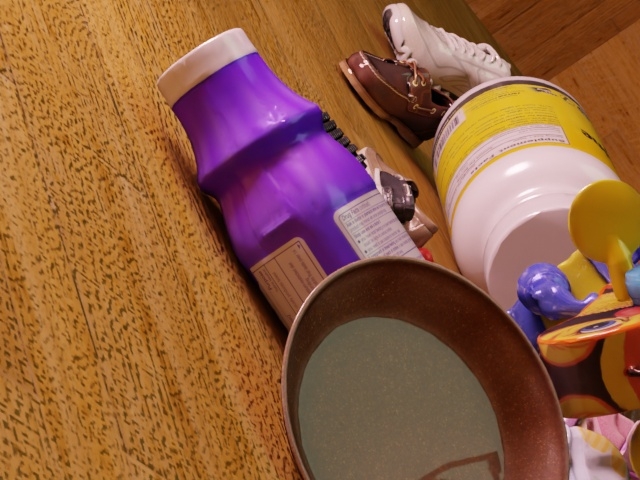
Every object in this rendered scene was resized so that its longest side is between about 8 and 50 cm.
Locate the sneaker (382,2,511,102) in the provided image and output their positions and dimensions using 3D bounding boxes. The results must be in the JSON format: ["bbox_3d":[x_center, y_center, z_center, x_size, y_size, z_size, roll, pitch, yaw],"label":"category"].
[{"bbox_3d":[0.185,-0.236,2.432,0.292,0.118,0.110,43,19,-41],"label":"sneaker"}]

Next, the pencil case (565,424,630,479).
[{"bbox_3d":[0.178,0.241,1.113,0.113,0.124,0.273,2,38,-16],"label":"pencil case"}]

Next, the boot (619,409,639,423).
[{"bbox_3d":[0.420,0.279,2.031,0.258,0.095,0.123,60,6,14],"label":"boot"}]

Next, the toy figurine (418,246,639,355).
[{"bbox_3d":[0.189,0.027,1.506,0.191,0.217,0.362,61,12,22],"label":"toy figurine"}]

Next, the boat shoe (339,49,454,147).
[{"bbox_3d":[0.089,-0.168,1.979,0.073,0.073,0.207,62,15,23],"label":"boat shoe"}]

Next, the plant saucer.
[{"bbox_3d":[0.054,0.106,1.016,0.198,0.036,0.199,16,60,-28],"label":"plant saucer"}]

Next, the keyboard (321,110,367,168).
[{"bbox_3d":[0.013,-0.067,1.532,0.108,0.023,0.180,56,13,-2],"label":"keyboard"}]

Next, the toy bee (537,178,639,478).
[{"bbox_3d":[0.191,0.057,1.129,0.298,0.162,0.195,37,41,-70],"label":"toy bee"}]

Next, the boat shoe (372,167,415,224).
[{"bbox_3d":[0.062,-0.037,1.547,0.125,0.038,0.046,-84,177,-84],"label":"boat shoe"}]

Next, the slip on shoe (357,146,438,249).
[{"bbox_3d":[0.071,-0.042,1.644,0.051,0.041,0.135,46,15,-39],"label":"slip on shoe"}]

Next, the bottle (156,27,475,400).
[{"bbox_3d":[0.000,0.000,1.130,0.283,0.092,0.118,56,18,2],"label":"bottle"}]

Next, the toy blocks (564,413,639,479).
[{"bbox_3d":[0.250,0.195,1.355,0.260,0.309,0.288,29,-17,14],"label":"toy blocks"}]

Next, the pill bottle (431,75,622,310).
[{"bbox_3d":[0.223,-0.035,1.871,0.188,0.188,0.334,51,13,-21],"label":"pill bottle"}]
